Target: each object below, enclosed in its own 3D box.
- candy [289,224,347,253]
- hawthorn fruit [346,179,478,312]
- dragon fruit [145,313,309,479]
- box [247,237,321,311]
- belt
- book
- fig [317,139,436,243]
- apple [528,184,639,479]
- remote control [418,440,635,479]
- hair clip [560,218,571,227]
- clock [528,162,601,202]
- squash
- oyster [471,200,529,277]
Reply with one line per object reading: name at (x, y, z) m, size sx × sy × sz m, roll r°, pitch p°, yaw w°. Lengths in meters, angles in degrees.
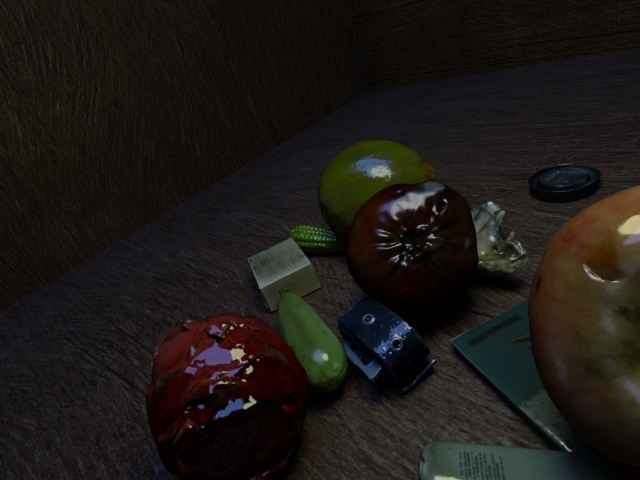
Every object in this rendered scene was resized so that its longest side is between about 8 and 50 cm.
candy at (0.000, 0.000, 1.345) m, size 0.209 × 0.097 × 0.097 m, roll 6°, pitch 38°, yaw 32°
hawthorn fruit at (0.211, 0.016, 0.946) m, size 0.308 × 0.308 × 0.324 m, roll -4°, pitch -6°, yaw 29°
dragon fruit at (-0.174, 0.283, 0.756) m, size 0.295 × 0.296 × 0.301 m, roll -35°, pitch 43°, yaw -24°
box at (-0.117, 0.097, 1.242) m, size 0.168 × 0.095 × 0.212 m, roll -24°, pitch 27°, yaw -9°
belt at (0.113, 0.211, 0.855) m, size 0.128 × 0.122 × 0.218 m, roll -39°, pitch 29°, yaw -11°
book at (0.441, 0.227, 0.696) m, size 0.264 × 0.031 × 0.379 m, roll -25°, pitch 28°, yaw -10°
fig at (0.169, -0.145, 1.207) m, size 0.343 × 0.343 × 0.343 m, roll -16°, pitch 28°, yaw 9°
apple at (0.469, 0.105, 0.476) m, size 0.391 × 0.392 × 0.346 m, roll 9°, pitch 3°, yaw 44°
remote control at (0.286, 0.313, 0.539) m, size 0.309 × 0.038 × 0.090 m, roll -4°, pitch 26°, yaw 16°
hair clip at (0.690, -0.044, 1.008) m, size 0.172 × 0.049 × 0.049 m, roll 1°, pitch 35°, yaw 37°
clock at (0.714, -0.171, 1.209) m, size 0.184 × 0.040 × 0.184 m, roll -17°, pitch 27°, yaw 9°
squash at (-0.041, 0.218, 0.957) m, size 0.118 × 0.118 × 0.370 m, roll -27°, pitch 26°, yaw -11°
oyster at (0.395, 0.004, 1.043) m, size 0.275 × 0.100 × 0.271 m, roll -34°, pitch 29°, yaw 47°
